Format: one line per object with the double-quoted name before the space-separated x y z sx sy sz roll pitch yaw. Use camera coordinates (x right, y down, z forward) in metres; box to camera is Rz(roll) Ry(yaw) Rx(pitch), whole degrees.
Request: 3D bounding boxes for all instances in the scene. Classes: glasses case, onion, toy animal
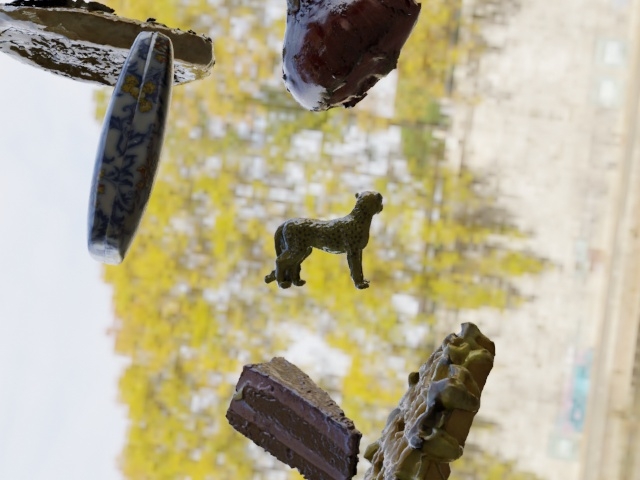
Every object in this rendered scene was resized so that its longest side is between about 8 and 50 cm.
"glasses case" -0.190 -0.095 1.572 0.087 0.065 0.248 110 171 -61
"onion" 0.023 -0.233 1.735 0.184 0.147 0.184 -39 -2 -2
"toy animal" 0.000 0.000 2.214 0.073 0.181 0.136 -9 -83 -69

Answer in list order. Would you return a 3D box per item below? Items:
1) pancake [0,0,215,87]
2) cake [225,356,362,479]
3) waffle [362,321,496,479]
"pancake" -0.339 -0.288 2.296 0.382 0.382 0.071 35 -116 -78
"cake" -0.037 0.272 2.311 0.295 0.113 0.115 34 118 51
"waffle" 0.074 0.229 1.482 0.329 0.062 0.329 -63 1 2
